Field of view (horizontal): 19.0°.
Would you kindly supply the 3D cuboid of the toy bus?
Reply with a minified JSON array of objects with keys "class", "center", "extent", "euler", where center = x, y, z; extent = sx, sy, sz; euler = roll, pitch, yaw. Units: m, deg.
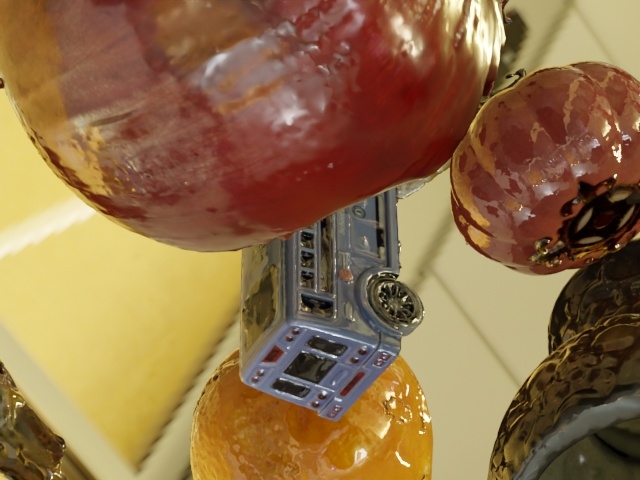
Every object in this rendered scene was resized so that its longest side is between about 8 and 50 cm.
[{"class":"toy bus","center":[0.000,0.000,1.661],"extent":[0.125,0.133,0.292],"euler":[-50,-151,42]}]

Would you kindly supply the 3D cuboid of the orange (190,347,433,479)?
[{"class":"orange","center":[-0.006,0.202,1.878],"extent":[0.246,0.246,0.246],"euler":[-33,-161,13]}]

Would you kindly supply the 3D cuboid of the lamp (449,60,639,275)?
[{"class":"lamp","center":[0.177,-0.059,1.435],"extent":[0.182,0.182,0.140],"euler":[-35,-125,8]}]

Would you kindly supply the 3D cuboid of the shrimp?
[{"class":"shrimp","center":[-0.256,0.075,1.250],"extent":[0.063,0.152,0.287],"euler":[-48,-138,-8]}]

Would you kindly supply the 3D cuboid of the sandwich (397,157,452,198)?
[{"class":"sandwich","center":[0.066,-0.113,2.241],"extent":[0.094,0.258,0.096],"euler":[-74,176,-68]}]

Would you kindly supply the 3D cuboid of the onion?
[{"class":"onion","center":[-0.064,-0.172,1.116],"extent":[0.341,0.341,0.341],"euler":[-33,-161,13]}]

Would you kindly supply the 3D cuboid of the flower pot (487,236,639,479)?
[{"class":"flower pot","center":[0.262,0.141,1.423],"extent":[0.266,0.266,0.267],"euler":[-29,-159,24]}]
